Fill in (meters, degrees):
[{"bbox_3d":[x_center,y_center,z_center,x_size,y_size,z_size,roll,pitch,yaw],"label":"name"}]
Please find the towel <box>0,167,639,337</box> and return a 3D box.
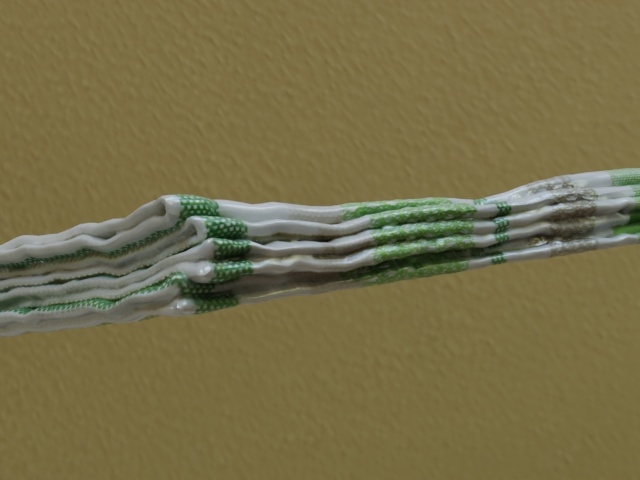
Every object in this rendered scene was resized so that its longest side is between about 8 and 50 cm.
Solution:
[{"bbox_3d":[0.000,0.000,0.423,0.152,0.113,0.023,-8,-90,-39],"label":"towel"}]
